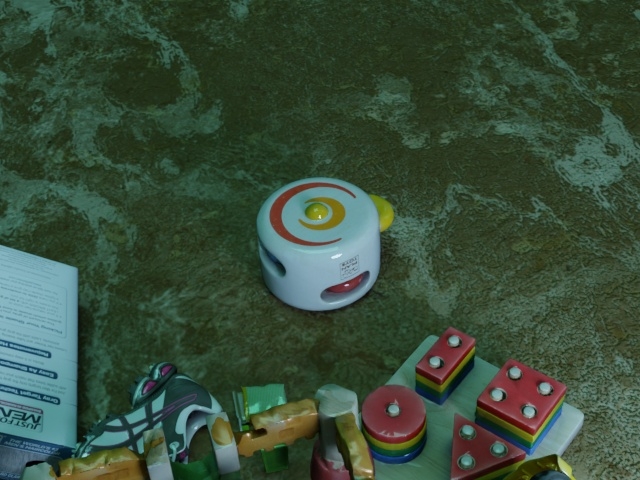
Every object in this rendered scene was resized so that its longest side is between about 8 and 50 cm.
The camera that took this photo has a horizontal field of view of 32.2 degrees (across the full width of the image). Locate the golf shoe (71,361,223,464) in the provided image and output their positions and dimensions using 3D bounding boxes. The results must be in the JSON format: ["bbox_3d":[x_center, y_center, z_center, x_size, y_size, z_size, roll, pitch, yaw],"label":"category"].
[{"bbox_3d":[-0.246,0.282,1.501,0.120,0.105,0.273,26,52,17],"label":"golf shoe"}]

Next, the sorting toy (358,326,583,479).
[{"bbox_3d":[0.187,0.247,1.507,0.257,0.089,0.255,27,52,28],"label":"sorting toy"}]

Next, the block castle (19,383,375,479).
[{"bbox_3d":[-0.121,0.381,1.311,0.453,0.213,0.303,-13,43,-9],"label":"block castle"}]

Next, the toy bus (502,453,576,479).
[{"bbox_3d":[0.282,0.397,1.307,0.211,0.149,0.220,34,52,-7],"label":"toy bus"}]

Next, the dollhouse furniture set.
[{"bbox_3d":[-0.079,0.246,1.551,0.076,0.059,0.152,-9,45,-6],"label":"dollhouse furniture set"}]

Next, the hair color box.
[{"bbox_3d":[-0.443,0.167,1.578,0.174,0.105,0.347,19,36,-27],"label":"hair color box"}]

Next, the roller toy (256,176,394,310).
[{"bbox_3d":[0.000,0.000,1.734,0.209,0.146,0.191,9,46,12],"label":"roller toy"}]
